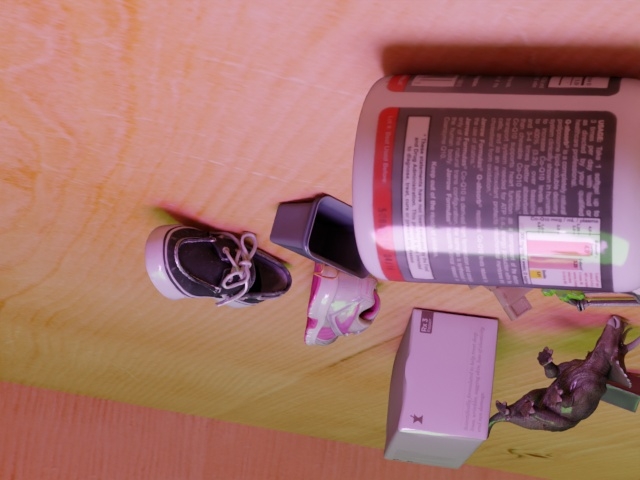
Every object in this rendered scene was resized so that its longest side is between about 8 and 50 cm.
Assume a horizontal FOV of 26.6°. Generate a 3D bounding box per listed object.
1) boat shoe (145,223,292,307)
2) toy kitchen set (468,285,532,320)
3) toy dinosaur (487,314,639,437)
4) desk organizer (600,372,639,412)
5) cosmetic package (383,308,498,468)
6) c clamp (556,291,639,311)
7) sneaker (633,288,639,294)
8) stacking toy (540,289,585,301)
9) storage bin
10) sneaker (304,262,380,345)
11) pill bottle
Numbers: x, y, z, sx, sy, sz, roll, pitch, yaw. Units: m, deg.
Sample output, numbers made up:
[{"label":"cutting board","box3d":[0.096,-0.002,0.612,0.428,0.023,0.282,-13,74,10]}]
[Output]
[{"label":"boat shoe","box3d":[-0.140,0.042,1.971,0.104,0.113,0.306,-8,161,25]},{"label":"toy kitchen set","box3d":[0.272,0.069,1.967,0.068,0.083,0.075,-31,176,-21]},{"label":"toy dinosaur","box3d":[0.389,0.258,2.174,0.160,0.121,0.313,16,124,-32]},{"label":"desk organizer","box3d":[0.534,0.267,2.517,0.130,0.050,0.047,19,132,13]},{"label":"cosmetic package","box3d":[0.207,0.272,2.401,0.156,0.217,0.385,8,165,0]},{"label":"c clamp","box3d":[0.438,0.090,2.032,0.160,0.022,0.137,0,162,21]},{"label":"sneaker","box3d":[0.374,-0.005,1.689,0.212,0.080,0.094,23,137,-33]},{"label":"stacking toy","box3d":[0.223,0.010,1.734,0.221,0.052,0.167,17,169,26]},{"label":"storage bin","box3d":[0.000,0.000,1.819,0.091,0.098,0.135,6,166,44]},{"label":"sneaker","box3d":[0.036,0.111,2.133,0.111,0.103,0.252,9,164,1]},{"label":"pill bottle","box3d":[0.227,-0.056,1.321,0.362,0.210,0.210,3,163,15]}]
